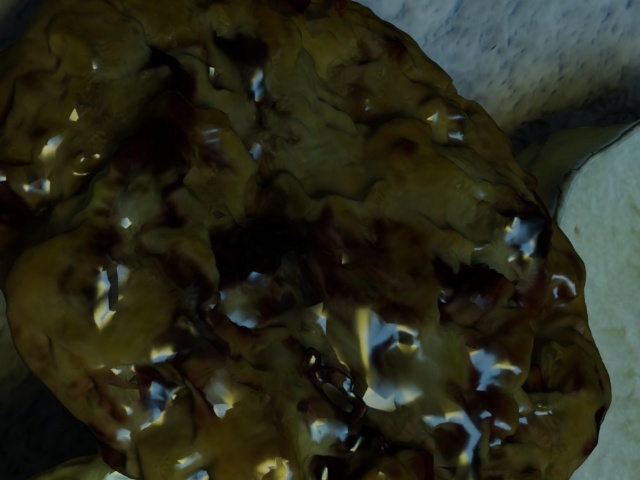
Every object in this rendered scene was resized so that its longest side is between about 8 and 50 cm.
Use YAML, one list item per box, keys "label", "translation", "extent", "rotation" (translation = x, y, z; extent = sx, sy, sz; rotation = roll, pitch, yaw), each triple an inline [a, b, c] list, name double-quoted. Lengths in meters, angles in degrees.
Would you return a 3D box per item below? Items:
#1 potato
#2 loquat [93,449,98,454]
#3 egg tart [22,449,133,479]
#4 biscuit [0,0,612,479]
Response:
- label: "potato"
  translation: [0.155, 0.062, 1.064]
  extent: [0.246, 0.196, 0.300]
  rotation: [31, 68, -31]
- label: "loquat"
  translation: [-0.068, 0.196, 0.980]
  extent: [0.179, 0.179, 0.227]
  rotation: [-20, 132, -26]
- label: "egg tart"
  translation: [-0.070, 0.248, 0.825]
  extent: [0.341, 0.132, 0.341]
  rotation: [-7, 112, -17]
- label: "biscuit"
  translation: [-0.003, 0.002, 0.818]
  extent: [0.289, 0.334, 0.081]
  rotation: [-34, 174, -41]
